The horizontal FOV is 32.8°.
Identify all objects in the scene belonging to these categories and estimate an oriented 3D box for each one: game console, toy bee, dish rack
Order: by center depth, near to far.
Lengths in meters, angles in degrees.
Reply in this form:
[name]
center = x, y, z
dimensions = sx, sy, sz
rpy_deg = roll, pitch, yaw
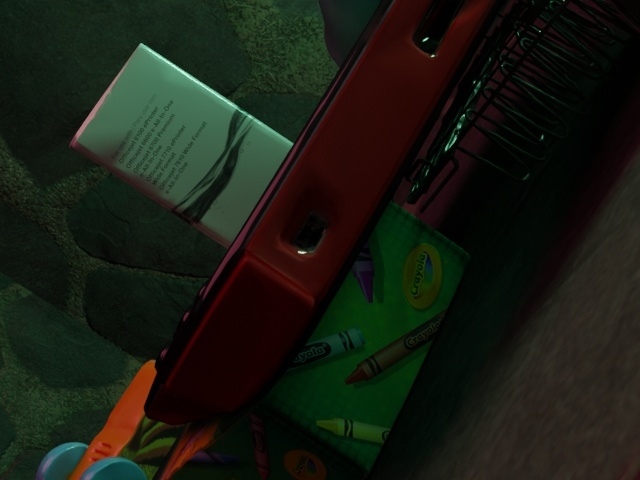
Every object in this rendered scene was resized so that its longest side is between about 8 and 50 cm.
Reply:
[dish rack]
center = 0.151, -0.131, 0.680
dimensions = 0.271, 0.074, 0.208
rpy_deg = -53, 5, 50
[game console]
center = 0.004, -0.060, 0.690
dimensions = 0.386, 0.060, 0.342
rpy_deg = -59, 7, -16
[toy bee]
center = -0.201, 0.263, 1.017
dimensions = 0.298, 0.162, 0.195
rpy_deg = -37, 29, -10

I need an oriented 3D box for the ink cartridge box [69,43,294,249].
[ink cartridge box]
center = -0.091, -0.066, 1.165
dimensions = 0.129, 0.307, 0.223
rpy_deg = -56, 6, 1

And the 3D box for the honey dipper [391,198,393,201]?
[honey dipper]
center = 0.042, -0.004, 0.752
dimensions = 0.030, 0.030, 0.161
rpy_deg = -61, -18, -45

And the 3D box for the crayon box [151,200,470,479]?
[crayon box]
center = -0.021, 0.104, 0.737
dimensions = 0.165, 0.081, 0.278
rpy_deg = -60, 6, -33

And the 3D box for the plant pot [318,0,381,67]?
[plant pot]
center = 0.110, -0.350, 1.471
dimensions = 0.271, 0.271, 0.255
rpy_deg = -60, -8, -32
